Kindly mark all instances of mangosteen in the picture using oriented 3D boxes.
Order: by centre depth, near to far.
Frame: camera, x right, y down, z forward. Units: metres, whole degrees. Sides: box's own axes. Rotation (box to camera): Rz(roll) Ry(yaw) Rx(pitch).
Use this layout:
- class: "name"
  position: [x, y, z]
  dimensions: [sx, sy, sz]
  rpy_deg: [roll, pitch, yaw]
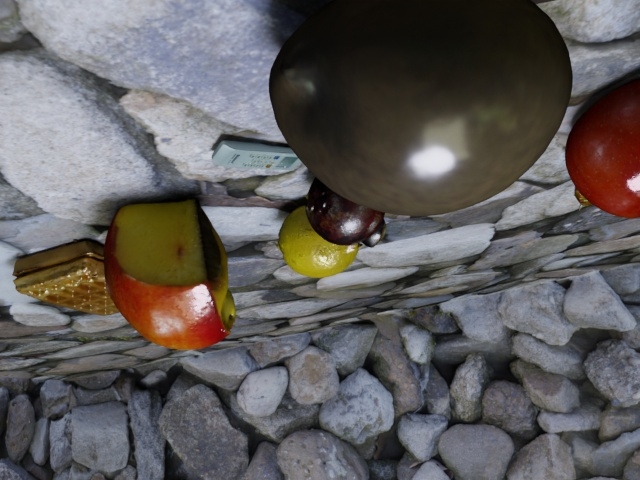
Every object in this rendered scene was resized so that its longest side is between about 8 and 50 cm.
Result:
- class: "mangosteen"
  position: [0.062, -0.064, 1.010]
  dimensions: [0.184, 0.172, 0.172]
  rpy_deg: [29, 142, -29]

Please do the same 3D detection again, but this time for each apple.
- class: "apple"
  position: [0.590, -0.167, 0.928]
  dimensions: [0.261, 0.216, 0.260]
  rpy_deg: [-11, 158, -4]

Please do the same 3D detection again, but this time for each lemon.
- class: "lemon"
  position: [0.000, 0.000, 1.154]
  dimensions: [0.206, 0.173, 0.173]
  rpy_deg: [9, 173, 32]

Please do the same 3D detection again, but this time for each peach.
- class: "peach"
  position: [-0.308, 0.081, 1.061]
  dimensions: [0.243, 0.306, 0.380]
  rpy_deg: [-13, 167, -14]

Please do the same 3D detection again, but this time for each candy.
- class: "candy"
  position: [0.701, -0.121, 1.359]
  dimensions: [0.053, 0.046, 0.182]
  rpy_deg: [-20, 157, 20]

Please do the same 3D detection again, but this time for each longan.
- class: "longan"
  position: [0.100, -0.161, 0.597]
  dimensions: [0.350, 0.288, 0.288]
  rpy_deg: [7, 176, 42]

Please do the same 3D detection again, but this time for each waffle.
- class: "waffle"
  position: [-0.558, 0.101, 1.282]
  dimensions: [0.224, 0.098, 0.327]
  rpy_deg: [-16, 161, 11]

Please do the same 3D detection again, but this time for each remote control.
- class: "remote control"
  position: [-0.106, -0.150, 0.902]
  dimensions: [0.162, 0.029, 0.061]
  rpy_deg: [-2, 162, -35]

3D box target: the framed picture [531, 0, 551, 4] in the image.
- class: "framed picture"
  position: [0.237, -0.323, 0.596]
  dimensions: [0.169, 0.023, 0.128]
  rpy_deg: [-10, 161, 1]
